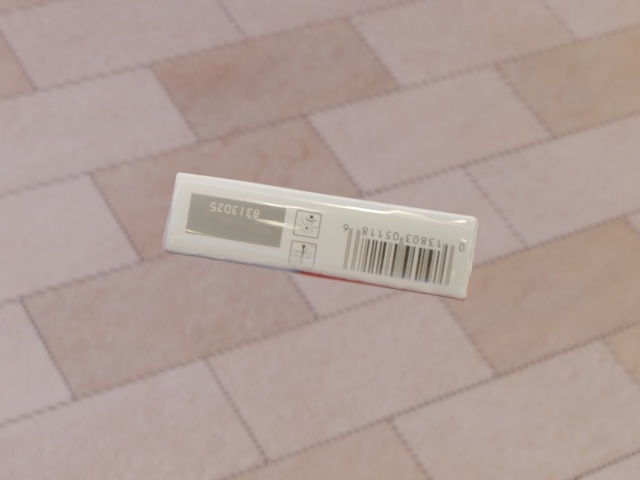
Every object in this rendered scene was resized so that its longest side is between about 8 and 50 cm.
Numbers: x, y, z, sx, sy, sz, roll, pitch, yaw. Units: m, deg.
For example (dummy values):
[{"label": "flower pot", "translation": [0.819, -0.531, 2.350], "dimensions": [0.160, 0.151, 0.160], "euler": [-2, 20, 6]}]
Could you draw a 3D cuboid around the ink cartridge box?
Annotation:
[{"label": "ink cartridge box", "translation": [0.000, 0.000, 0.812], "dimensions": [0.145, 0.179, 0.045], "euler": [9, 86, 1]}]
